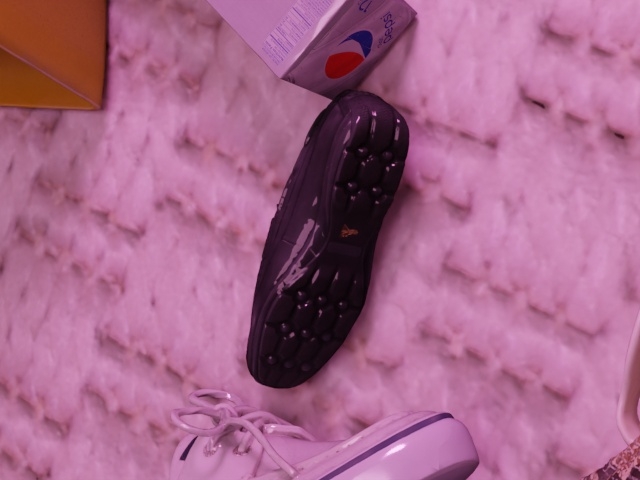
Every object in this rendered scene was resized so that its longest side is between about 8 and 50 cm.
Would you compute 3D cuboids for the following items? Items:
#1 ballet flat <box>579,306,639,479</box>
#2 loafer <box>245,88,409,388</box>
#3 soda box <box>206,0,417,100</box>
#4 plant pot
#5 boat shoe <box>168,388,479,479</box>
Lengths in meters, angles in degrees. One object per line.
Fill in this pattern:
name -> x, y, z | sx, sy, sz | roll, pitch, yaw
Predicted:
ballet flat -> 0.288, 0.006, 0.711 | 0.182, 0.164, 0.482 | 45, 110, 40
loafer -> 0.000, 0.000, 0.911 | 0.223, 0.076, 0.078 | -69, 26, 15
soda box -> -0.064, -0.232, 0.939 | 0.091, 0.098, 0.286 | -48, 67, 16
plant pot -> -0.293, -0.231, 1.015 | 0.212, 0.212, 0.187 | 6, 76, 29
boat shoe -> -0.061, 0.172, 0.903 | 0.367, 0.136, 0.156 | -36, 68, 32
